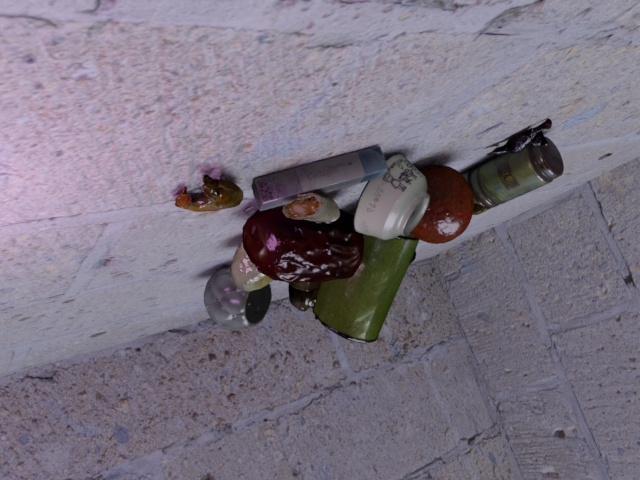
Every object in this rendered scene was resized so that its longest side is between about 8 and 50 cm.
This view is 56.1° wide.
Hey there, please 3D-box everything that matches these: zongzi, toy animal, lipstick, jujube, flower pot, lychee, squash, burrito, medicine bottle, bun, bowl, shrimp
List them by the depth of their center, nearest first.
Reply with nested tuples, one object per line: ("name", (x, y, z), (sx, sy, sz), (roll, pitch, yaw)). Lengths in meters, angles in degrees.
("shrimp", (-0.235, -0.096, 1.267), (0.150, 0.068, 0.248), (-13, 173, -10))
("lipstick", (0.000, -0.147, 1.417), (0.318, 0.066, 0.068), (-17, 172, -15))
("burrito", (-0.010, -0.075, 1.422), (0.087, 0.060, 0.226), (-16, 174, 17))
("bowl", (0.202, -0.096, 1.585), (0.238, 0.126, 0.237), (-47, 158, -25))
("jujube", (-0.037, 0.007, 1.643), (0.377, 0.258, 0.258), (-8, 164, -46))
("lychee", (0.352, -0.104, 1.795), (0.300, 0.255, 0.255), (19, 160, -9))
("toy animal", (0.599, -0.299, 1.815), (0.203, 0.070, 0.105), (-21, 157, 17))
("bun", (-0.189, 0.056, 1.886), (0.244, 0.153, 0.244), (-39, 169, -9))
("medicine bottle", (0.617, -0.211, 1.976), (0.151, 0.151, 0.322), (-9, 167, -45))
("squash", (0.144, 0.118, 2.024), (0.263, 0.263, 0.384), (-1, 115, -60))
("zongzi", (-0.001, 0.092, 2.179), (0.134, 0.285, 0.288), (21, -153, 30))
("flower pot", (-0.305, 0.205, 2.193), (0.195, 0.246, 0.246), (11, -175, 27))

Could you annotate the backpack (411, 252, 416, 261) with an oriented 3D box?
("backpack", (0.155, 0.095, 2.459), (0.446, 0.254, 0.363), (-40, 163, 24))
